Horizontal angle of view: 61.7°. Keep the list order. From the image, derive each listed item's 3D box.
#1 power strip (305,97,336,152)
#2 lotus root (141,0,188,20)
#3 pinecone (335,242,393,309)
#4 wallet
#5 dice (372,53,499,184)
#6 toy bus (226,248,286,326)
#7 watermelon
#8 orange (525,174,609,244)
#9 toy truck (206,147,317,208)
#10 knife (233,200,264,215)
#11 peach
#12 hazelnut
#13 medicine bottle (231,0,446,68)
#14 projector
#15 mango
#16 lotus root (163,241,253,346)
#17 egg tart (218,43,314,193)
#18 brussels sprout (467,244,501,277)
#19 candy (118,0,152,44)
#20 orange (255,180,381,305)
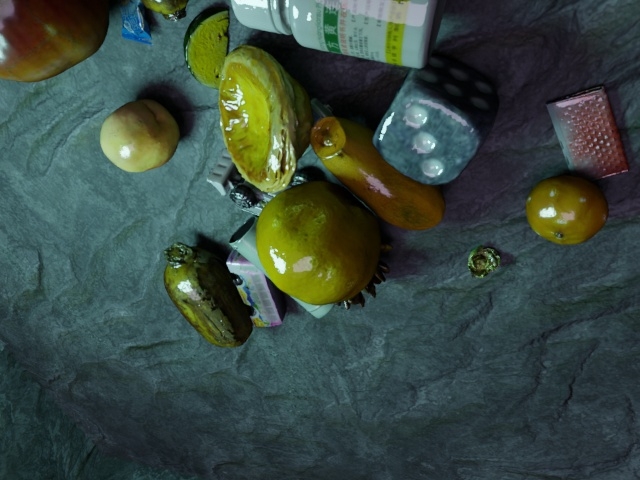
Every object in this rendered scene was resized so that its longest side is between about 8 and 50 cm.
[{"bbox_3d":[-0.042,-0.247,1.226,0.081,0.035,0.192,43,133,-17],"label":"power strip"},{"bbox_3d":[-0.317,-0.529,1.026,0.120,0.120,0.209,-5,129,28],"label":"lotus root"},{"bbox_3d":[0.071,0.073,1.363,0.203,0.201,0.228,26,163,20],"label":"pinecone"},{"bbox_3d":[0.517,-0.198,1.032,0.103,0.020,0.196,-14,124,35],"label":"wallet"},{"bbox_3d":[0.218,-0.229,1.020,0.183,0.181,0.183,28,137,-2],"label":"dice"},{"bbox_3d":[-0.188,0.140,1.613,0.113,0.090,0.273,-1,130,19],"label":"toy bus"},{"bbox_3d":[-0.252,-0.405,1.143,0.092,0.075,0.181,19,134,2],"label":"watermelon"},{"bbox_3d":[0.496,-0.059,1.085,0.156,0.124,0.156,22,165,6],"label":"orange"},{"bbox_3d":[-0.129,-0.121,1.318,0.286,0.136,0.111,23,156,5],"label":"toy truck"},{"bbox_3d":[-0.109,-0.065,1.421,0.266,0.040,0.073,22,153,4],"label":"knife"},{"bbox_3d":[-0.432,-0.253,1.296,0.184,0.184,0.184,13,134,13],"label":"peach"},{"bbox_3d":[-0.626,-0.489,1.051,0.410,0.359,0.359,23,136,14],"label":"hazelnut"},{"bbox_3d":[0.036,-0.424,0.902,0.340,0.208,0.208,14,135,11],"label":"medicine bottle"},{"bbox_3d":[-0.096,0.078,1.493,0.337,0.108,0.108,43,133,-20],"label":"projector"},{"bbox_3d":[0.127,-0.142,1.139,0.359,0.187,0.144,35,105,-18],"label":"mango"},{"bbox_3d":[-0.338,0.169,1.629,0.180,0.195,0.397,-11,126,27],"label":"lotus root"},{"bbox_3d":[-0.109,-0.255,1.134,0.319,0.128,0.318,32,129,49],"label":"egg tart"},{"bbox_3d":[0.395,0.051,1.296,0.085,0.058,0.085,1,100,8],"label":"brussels sprout"},{"bbox_3d":[-0.404,-0.497,1.156,0.088,0.038,0.136,22,130,23],"label":"candy"},{"bbox_3d":[0.000,0.000,1.137,0.279,0.279,0.235,41,114,-15],"label":"orange"}]
